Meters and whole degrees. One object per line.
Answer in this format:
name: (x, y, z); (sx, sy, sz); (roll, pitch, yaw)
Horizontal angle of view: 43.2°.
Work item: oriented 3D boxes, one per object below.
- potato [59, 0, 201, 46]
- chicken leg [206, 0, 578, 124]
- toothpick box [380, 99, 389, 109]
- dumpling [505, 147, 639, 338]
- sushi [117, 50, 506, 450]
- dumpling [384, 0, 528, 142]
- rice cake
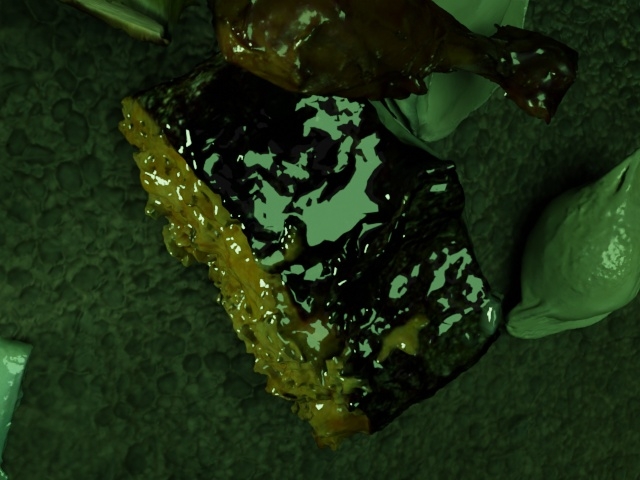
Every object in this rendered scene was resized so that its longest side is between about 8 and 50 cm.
potato: (-0.162, -0.292, 0.435); (0.290, 0.397, 0.296); (22, 95, -6)
chicken leg: (0.067, -0.140, 0.542); (0.304, 0.093, 0.113); (1, 59, -34)
toothpick box: (0.070, -0.140, 0.745); (0.083, 0.047, 0.047); (-9, 102, -22)
dumpling: (0.289, 0.011, 0.827); (0.166, 0.126, 0.216); (11, 92, -40)
sushi: (0.000, 0.000, 0.644); (0.207, 0.234, 0.348); (-37, 106, -13)
dumpling: (0.079, -0.281, 0.667); (0.260, 0.181, 0.341); (-35, 88, -31)
rice cake: (-0.270, 0.169, 0.660); (0.042, 0.030, 0.180); (16, 93, -11)
